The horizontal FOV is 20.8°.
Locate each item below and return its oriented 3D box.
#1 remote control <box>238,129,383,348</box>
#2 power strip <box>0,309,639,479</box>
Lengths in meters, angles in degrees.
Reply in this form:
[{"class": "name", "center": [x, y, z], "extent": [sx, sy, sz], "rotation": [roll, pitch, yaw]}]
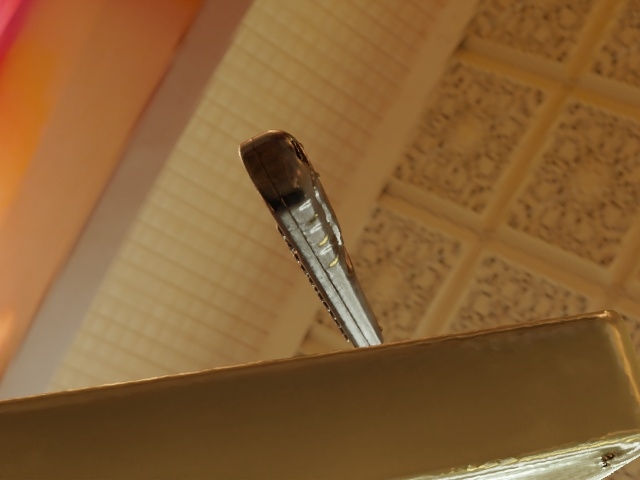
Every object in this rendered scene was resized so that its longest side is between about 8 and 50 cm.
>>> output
[{"class": "remote control", "center": [-0.001, 0.001, 0.757], "extent": [0.027, 0.152, 0.043], "rotation": [-32, -121, -3]}, {"class": "power strip", "center": [-0.059, 0.086, 0.606], "extent": [0.091, 0.385, 0.062], "rotation": [-50, -128, 56]}]
